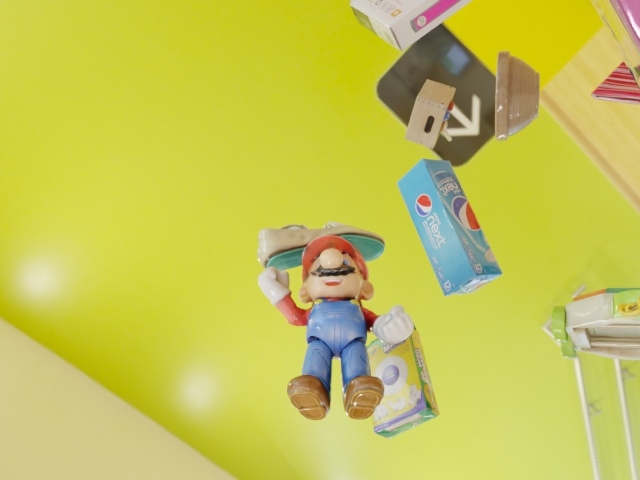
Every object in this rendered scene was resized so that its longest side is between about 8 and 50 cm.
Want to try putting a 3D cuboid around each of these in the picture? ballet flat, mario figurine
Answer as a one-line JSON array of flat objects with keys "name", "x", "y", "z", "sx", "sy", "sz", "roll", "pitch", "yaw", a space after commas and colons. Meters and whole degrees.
[{"name": "ballet flat", "x": 0.000, "y": 0.000, "z": 1.122, "sx": 0.249, "sy": 0.086, "sz": 0.086, "roll": -4, "pitch": -152, "yaw": -27}, {"name": "mario figurine", "x": 0.016, "y": 0.100, "z": 0.947, "sx": 0.198, "sy": 0.170, "sz": 0.320, "roll": 25, "pitch": -143, "yaw": -23}]

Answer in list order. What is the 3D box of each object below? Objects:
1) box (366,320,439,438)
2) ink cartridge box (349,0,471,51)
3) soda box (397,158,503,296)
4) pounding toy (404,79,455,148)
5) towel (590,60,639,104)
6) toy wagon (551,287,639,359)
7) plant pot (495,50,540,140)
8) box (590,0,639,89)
[{"name": "box", "x": 0.125, "y": 0.220, "z": 1.018, "sx": 0.043, "sy": 0.105, "sz": 0.179, "roll": 36, "pitch": -148, "yaw": -35}, {"name": "ink cartridge box", "x": 0.246, "y": -0.506, "z": 1.146, "sx": 0.069, "sy": 0.371, "sz": 0.175, "roll": 50, "pitch": -176, "yaw": -41}, {"name": "soda box", "x": 0.199, "y": -0.022, "z": 0.968, "sx": 0.067, "sy": 0.071, "sz": 0.210, "roll": -2, "pitch": -118, "yaw": -36}, {"name": "pounding toy", "x": 0.266, "y": -0.280, "z": 1.435, "sx": 0.100, "sy": 0.141, "sz": 0.130, "roll": 20, "pitch": -140, "yaw": 9}, {"name": "towel", "x": 0.678, "y": -0.344, "z": 1.179, "sx": 0.199, "sy": 0.275, "sz": 0.031, "roll": 24, "pitch": 150, "yaw": 47}, {"name": "toy wagon", "x": 0.486, "y": 0.124, "z": 0.910, "sx": 0.267, "sy": 0.068, "sz": 0.344, "roll": -3, "pitch": 156, "yaw": 27}, {"name": "plant pot", "x": 0.524, "y": -0.385, "z": 1.646, "sx": 0.110, "sy": 0.237, "sz": 0.237, "roll": 1, "pitch": 168, "yaw": 18}, {"name": "box", "x": 0.268, "y": -0.162, "z": 0.425, "sx": 0.213, "sy": 0.117, "sz": 0.243, "roll": 54, "pitch": -151, "yaw": -12}]
